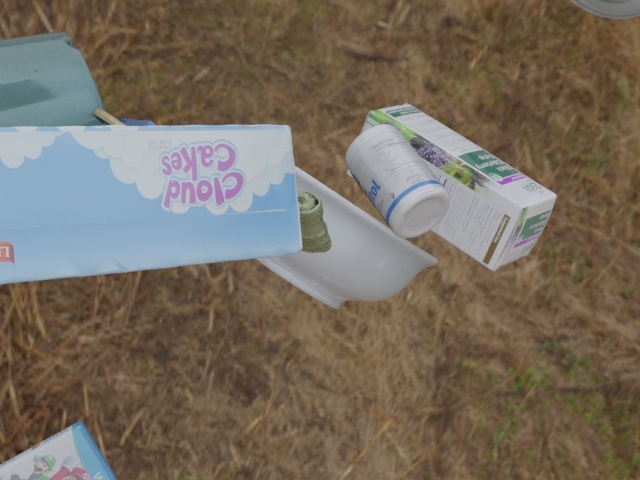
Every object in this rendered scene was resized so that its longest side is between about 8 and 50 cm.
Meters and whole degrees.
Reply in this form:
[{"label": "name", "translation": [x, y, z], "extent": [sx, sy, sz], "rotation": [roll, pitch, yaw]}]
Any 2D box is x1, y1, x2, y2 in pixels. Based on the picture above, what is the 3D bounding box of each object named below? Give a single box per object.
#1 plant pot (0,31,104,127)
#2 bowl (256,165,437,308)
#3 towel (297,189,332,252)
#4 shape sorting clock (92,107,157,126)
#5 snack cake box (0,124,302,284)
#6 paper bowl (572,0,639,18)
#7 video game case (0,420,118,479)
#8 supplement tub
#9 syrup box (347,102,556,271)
[{"label": "plant pot", "translation": [-0.471, -0.124, 1.544], "extent": [0.334, 0.341, 0.341], "rotation": [-18, 59, -20]}, {"label": "bowl", "translation": [0.000, 0.000, 1.550], "extent": [0.298, 0.298, 0.134], "rotation": [34, 91, 12]}, {"label": "towel", "translation": [-0.063, -0.027, 1.210], "extent": [0.148, 0.110, 0.027], "rotation": [11, 63, 15]}, {"label": "shape sorting clock", "translation": [-0.133, -0.055, 1.084], "extent": [0.206, 0.206, 0.040], "rotation": [35, 82, 13]}, {"label": "snack cake box", "translation": [-0.161, -0.023, 0.716], "extent": [0.264, 0.152, 0.089], "rotation": [-6, 91, -41]}, {"label": "paper bowl", "translation": [0.365, -0.420, 1.435], "extent": [0.148, 0.284, 0.284], "rotation": [-23, 62, -26]}, {"label": "video game case", "translation": [-0.249, 0.244, 0.977], "extent": [0.166, 0.015, 0.119], "rotation": [-29, 107, -7]}, {"label": "supplement tub", "translation": [0.080, -0.061, 1.190], "extent": [0.071, 0.071, 0.107], "rotation": [-17, 52, -25]}, {"label": "syrup box", "translation": [0.158, -0.069, 1.402], "extent": [0.237, 0.096, 0.093], "rotation": [35, 31, 26]}]
